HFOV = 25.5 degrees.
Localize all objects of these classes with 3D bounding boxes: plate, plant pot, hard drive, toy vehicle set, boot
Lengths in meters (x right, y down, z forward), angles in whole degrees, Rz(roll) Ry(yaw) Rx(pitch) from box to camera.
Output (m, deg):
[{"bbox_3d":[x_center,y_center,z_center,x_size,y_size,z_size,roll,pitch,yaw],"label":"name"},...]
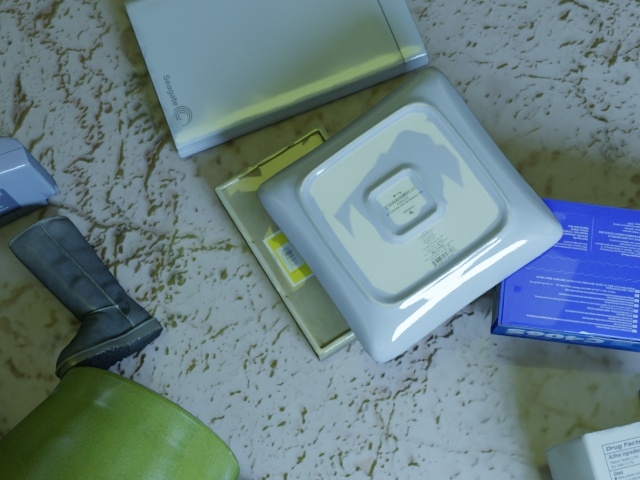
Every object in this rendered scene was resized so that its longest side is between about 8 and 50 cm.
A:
[{"bbox_3d":[0.102,-0.039,1.692,0.277,0.045,0.278,-35,73,-2],"label":"plate"},{"bbox_3d":[-0.276,0.346,1.597,0.367,0.366,0.353,24,66,12],"label":"plant pot"},{"bbox_3d":[-0.062,-0.279,1.896,0.353,0.047,0.233,-21,72,-1],"label":"hard drive"},{"bbox_3d":[0.000,0.000,1.811,0.166,0.035,0.267,-31,73,-4],"label":"toy vehicle set"},{"bbox_3d":[-0.317,0.068,1.767,0.208,0.190,0.076,50,122,9],"label":"boot"}]

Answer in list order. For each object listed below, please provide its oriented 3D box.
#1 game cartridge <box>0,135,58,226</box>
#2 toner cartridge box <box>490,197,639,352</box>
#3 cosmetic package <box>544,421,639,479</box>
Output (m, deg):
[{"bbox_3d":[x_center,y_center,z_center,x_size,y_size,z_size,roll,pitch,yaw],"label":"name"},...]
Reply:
[{"bbox_3d":[-0.491,-0.035,1.785,0.297,0.198,0.062,-26,73,-3],"label":"game cartridge"},{"bbox_3d":[0.388,0.051,1.714,0.348,0.075,0.165,8,77,0],"label":"toner cartridge box"},{"bbox_3d":[0.382,0.361,1.594,0.160,0.113,0.309,-8,75,-20],"label":"cosmetic package"}]
